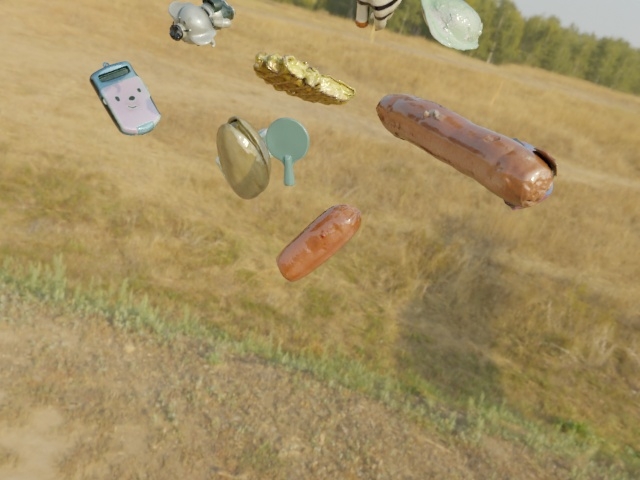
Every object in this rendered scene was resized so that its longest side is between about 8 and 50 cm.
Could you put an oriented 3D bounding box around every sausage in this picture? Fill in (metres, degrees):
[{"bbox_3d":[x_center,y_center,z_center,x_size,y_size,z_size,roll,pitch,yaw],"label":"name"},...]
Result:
[{"bbox_3d":[0.000,0.000,1.658,0.113,0.259,0.114,43,18,-18],"label":"sausage"},{"bbox_3d":[0.229,-0.173,1.079,0.094,0.094,0.419,-14,32,-22],"label":"sausage"}]

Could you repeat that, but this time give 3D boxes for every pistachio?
[{"bbox_3d":[-0.190,-0.199,1.548,0.135,0.226,0.136,-9,37,7],"label":"pistachio"}]

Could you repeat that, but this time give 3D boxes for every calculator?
[{"bbox_3d":[-0.693,-0.509,2.231,0.173,0.051,0.293,-31,90,-26],"label":"calculator"}]

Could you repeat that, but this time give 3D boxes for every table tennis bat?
[{"bbox_3d":[-0.111,-0.300,2.142,0.152,0.244,0.040,4,28,11],"label":"table tennis bat"}]

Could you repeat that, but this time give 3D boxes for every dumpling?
[{"bbox_3d":[0.334,-0.574,1.618,0.216,0.105,0.149,34,28,-14],"label":"dumpling"}]

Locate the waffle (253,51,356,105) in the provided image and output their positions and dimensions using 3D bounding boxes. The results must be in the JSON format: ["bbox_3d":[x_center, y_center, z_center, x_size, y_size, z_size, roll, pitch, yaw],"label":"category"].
[{"bbox_3d":[-0.054,-0.448,1.765,0.309,0.065,0.283,15,-2,13],"label":"waffle"}]

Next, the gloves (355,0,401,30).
[{"bbox_3d":[0.182,-0.709,1.863,0.131,0.140,0.219,23,-21,25],"label":"gloves"}]

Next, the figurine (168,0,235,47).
[{"bbox_3d":[-0.313,-0.567,1.631,0.192,0.126,0.147,-36,77,-33],"label":"figurine"}]

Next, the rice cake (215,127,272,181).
[{"bbox_3d":[-0.266,-0.307,2.269,0.237,0.127,0.043,-41,42,-24],"label":"rice cake"}]

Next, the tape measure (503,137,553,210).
[{"bbox_3d":[0.346,-0.118,1.094,0.118,0.074,0.125,-21,87,-47],"label":"tape measure"}]
